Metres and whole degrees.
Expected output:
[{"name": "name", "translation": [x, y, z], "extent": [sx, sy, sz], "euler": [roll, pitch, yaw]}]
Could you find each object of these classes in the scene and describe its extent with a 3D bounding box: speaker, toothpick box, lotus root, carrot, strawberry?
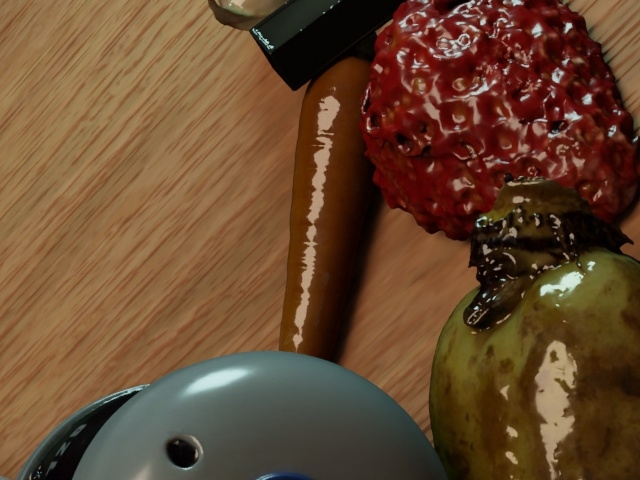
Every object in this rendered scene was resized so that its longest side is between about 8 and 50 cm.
[{"name": "speaker", "translation": [0.040, -0.188, 1.392], "extent": [0.191, 0.046, 0.040], "euler": [-37, 44, -1]}, {"name": "toothpick box", "translation": [-0.044, 0.197, 1.151], "extent": [0.355, 0.263, 0.263], "euler": [150, 132, -69]}, {"name": "lotus root", "translation": [0.148, 0.120, 1.130], "extent": [0.169, 0.141, 0.314], "euler": [-15, 74, 47]}, {"name": "carrot", "translation": [0.000, 0.000, 1.395], "extent": [0.069, 0.069, 0.336], "euler": [2, 77, 47]}, {"name": "strawberry", "translation": [0.107, -0.088, 1.284], "extent": [0.190, 0.111, 0.236], "euler": [-57, 43, 8]}]

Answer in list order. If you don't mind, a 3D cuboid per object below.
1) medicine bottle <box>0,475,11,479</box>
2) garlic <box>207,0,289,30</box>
[{"name": "medicine bottle", "translation": [-0.345, 0.305, 1.575], "extent": [0.133, 0.133, 0.249], "euler": [2, 76, 47]}, {"name": "garlic", "translation": [-0.045, -0.266, 1.485], "extent": [0.145, 0.164, 0.245], "euler": [-10, 70, 25]}]
